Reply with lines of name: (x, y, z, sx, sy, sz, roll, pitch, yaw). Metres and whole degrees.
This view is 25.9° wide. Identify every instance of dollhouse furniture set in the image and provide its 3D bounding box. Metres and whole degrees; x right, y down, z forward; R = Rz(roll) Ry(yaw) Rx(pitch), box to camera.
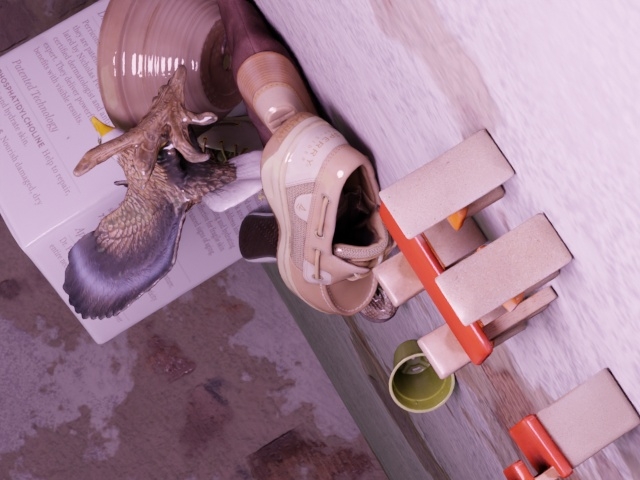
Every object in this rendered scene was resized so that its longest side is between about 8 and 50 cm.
dollhouse furniture set: (0.119, 0.074, 1.089, 0.259, 0.135, 0.262, 58, 173, 12)

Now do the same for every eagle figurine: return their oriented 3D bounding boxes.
eagle figurine: (-0.188, -0.058, 1.600, 0.298, 0.226, 0.225, 103, 154, -53)

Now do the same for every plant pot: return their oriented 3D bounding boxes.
plant pot: (-0.154, -0.221, 1.687, 0.109, 0.237, 0.237, 12, 146, 30)
plant pot: (0.124, 0.165, 1.781, 0.083, 0.083, 0.079, 61, -174, -21)

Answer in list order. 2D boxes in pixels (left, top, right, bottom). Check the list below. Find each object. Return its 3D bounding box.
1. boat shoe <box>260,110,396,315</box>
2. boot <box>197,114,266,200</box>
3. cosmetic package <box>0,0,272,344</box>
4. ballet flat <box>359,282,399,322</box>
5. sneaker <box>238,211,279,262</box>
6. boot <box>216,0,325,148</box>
boat shoe: (0.022, -0.002, 1.548, 0.110, 0.122, 0.341, 31, 161, 27)
boot: (-0.113, -0.103, 1.791, 0.165, 0.213, 0.077, -133, 42, -55)
cosmetic package: (-0.282, -0.124, 2.079, 0.327, 0.393, 0.329, 54, 172, 31)
ballet flat: (0.021, 0.000, 1.784, 0.250, 0.084, 0.058, 54, 157, 26)
sneaker: (0.000, 0.000, 1.964, 0.290, 0.123, 0.106, 13, 97, 60)
boot: (-0.043, -0.161, 1.617, 0.248, 0.090, 0.207, 65, -177, -54)
